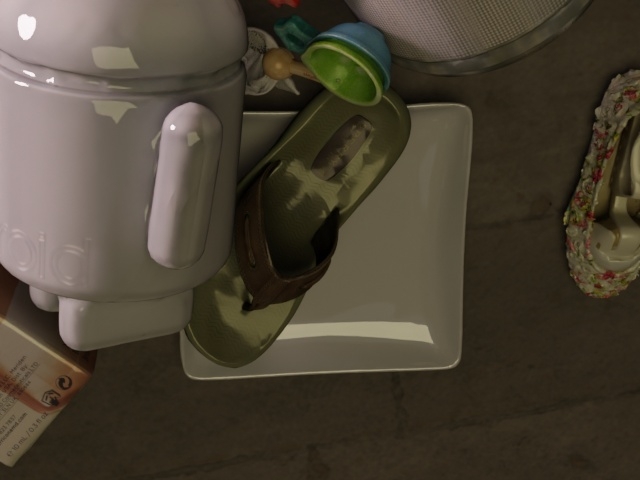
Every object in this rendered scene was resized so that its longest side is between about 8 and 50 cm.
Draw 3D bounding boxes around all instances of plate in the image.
[{"bbox_3d":[0.000,0.000,1.118,0.278,0.045,0.277,-3,115,-4],"label":"plate"}]

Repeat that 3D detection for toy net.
[{"bbox_3d":[-0.033,-0.154,0.950,0.122,0.232,0.045,40,70,-23],"label":"toy net"}]

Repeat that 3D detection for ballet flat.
[{"bbox_3d":[0.284,-0.041,1.109,0.091,0.077,0.241,-1,115,-6],"label":"ballet flat"}]

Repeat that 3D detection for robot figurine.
[{"bbox_3d":[-0.162,-0.090,0.937,0.199,0.300,0.353,-12,120,-35],"label":"robot figurine"}]

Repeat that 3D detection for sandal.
[{"bbox_3d":[-0.031,-0.013,1.036,0.120,0.086,0.303,28,109,-16],"label":"sandal"}]

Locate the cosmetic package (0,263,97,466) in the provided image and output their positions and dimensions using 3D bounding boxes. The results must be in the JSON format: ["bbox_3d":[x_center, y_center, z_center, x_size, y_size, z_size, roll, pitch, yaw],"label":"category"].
[{"bbox_3d":[-0.353,0.049,1.049,0.296,0.153,0.129,37,105,-21],"label":"cosmetic package"}]

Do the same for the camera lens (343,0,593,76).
[{"bbox_3d":[0.083,-0.273,0.870,0.219,0.219,0.274,-33,136,10],"label":"camera lens"}]
